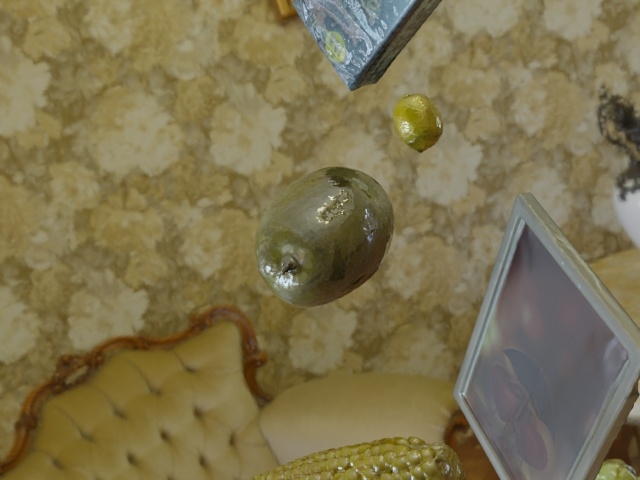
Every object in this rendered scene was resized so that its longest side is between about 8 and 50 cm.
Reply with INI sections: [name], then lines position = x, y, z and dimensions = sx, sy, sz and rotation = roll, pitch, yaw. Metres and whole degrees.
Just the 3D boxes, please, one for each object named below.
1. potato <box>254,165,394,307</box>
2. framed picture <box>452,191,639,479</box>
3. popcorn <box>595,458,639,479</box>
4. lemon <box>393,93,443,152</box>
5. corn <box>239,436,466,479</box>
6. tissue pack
[potato]
position = 0.000, 0.000, 1.080
dimensions = 0.174, 0.159, 0.251
rotation = -60, -5, 22
[framed picture]
position = 0.208, 0.132, 0.843
dimensions = 0.020, 0.290, 0.211
rotation = -8, 43, -19
[popcorn]
position = 0.643, 0.629, 1.998
dimensions = 0.276, 0.225, 0.276
rotation = -56, -5, -8
[lemon]
position = 0.166, -0.208, 1.518
dimensions = 0.082, 0.111, 0.082
rotation = -17, -16, -5
[corn]
position = -0.002, 0.227, 0.743
dimensions = 0.261, 0.097, 0.097
rotation = -26, 14, 23
[tissue pack]
position = 0.075, -0.374, 1.313
dimensions = 0.081, 0.185, 0.257
rotation = -25, -14, -35
